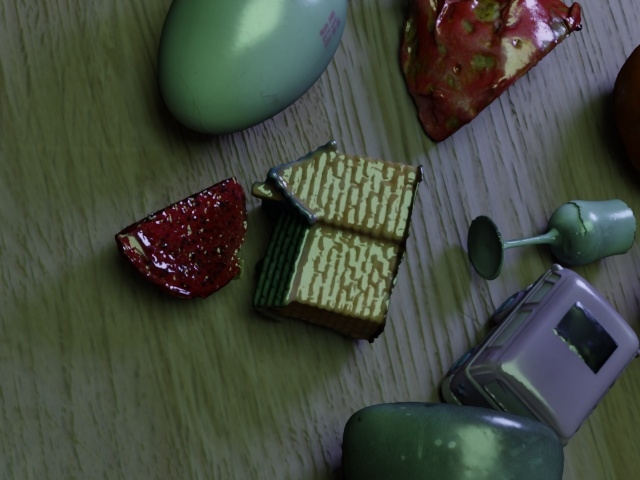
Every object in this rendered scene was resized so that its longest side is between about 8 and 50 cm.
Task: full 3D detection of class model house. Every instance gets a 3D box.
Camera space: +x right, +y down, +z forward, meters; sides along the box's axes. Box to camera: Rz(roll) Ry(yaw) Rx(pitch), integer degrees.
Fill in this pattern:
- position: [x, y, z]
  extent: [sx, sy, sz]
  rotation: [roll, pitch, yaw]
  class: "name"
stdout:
- position: [0.000, 0.000, 1.461]
  extent: [0.172, 0.166, 0.183]
  rotation: [13, 75, -6]
  class: "model house"

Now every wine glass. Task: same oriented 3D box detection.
- position: [0.276, -0.004, 1.610]
  extent: [0.195, 0.079, 0.079]
  rotation: [-8, 74, -25]
  class: "wine glass"

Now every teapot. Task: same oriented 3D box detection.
- position: [0.159, 0.324, 1.365]
  extent: [0.305, 0.223, 0.285]
  rotation: [12, 74, -14]
  class: "teapot"

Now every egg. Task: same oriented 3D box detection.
- position: [-0.077, -0.228, 1.490]
  extent: [0.183, 0.183, 0.264]
  rotation: [36, 67, -6]
  class: "egg"

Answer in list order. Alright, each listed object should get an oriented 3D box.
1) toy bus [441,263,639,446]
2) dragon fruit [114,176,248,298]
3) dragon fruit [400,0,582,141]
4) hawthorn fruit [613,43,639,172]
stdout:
- position: [0.251, 0.133, 1.510]
  extent: [0.142, 0.142, 0.202]
  rotation: [45, 61, -1]
  class: "toy bus"
- position: [-0.145, 0.012, 1.435]
  extent: [0.162, 0.083, 0.106]
  rotation: [-31, 97, -38]
  class: "dragon fruit"
- position: [0.187, -0.271, 1.646]
  extent: [0.211, 0.134, 0.262]
  rotation: [43, 60, 1]
  class: "dragon fruit"
- position: [0.456, -0.182, 1.711]
  extent: [0.196, 0.197, 0.225]
  rotation: [10, 37, -19]
  class: "hawthorn fruit"
